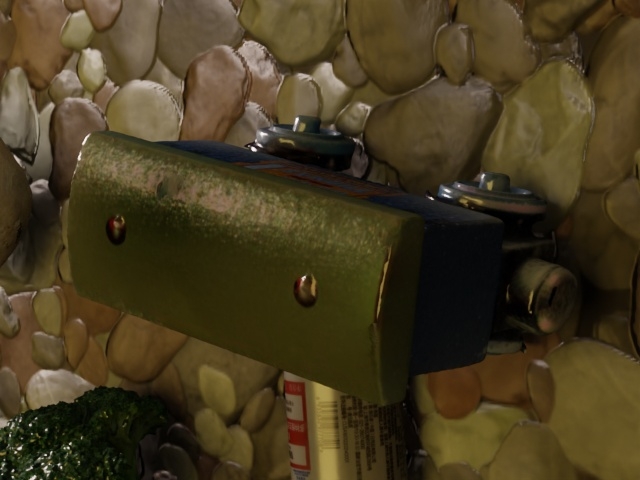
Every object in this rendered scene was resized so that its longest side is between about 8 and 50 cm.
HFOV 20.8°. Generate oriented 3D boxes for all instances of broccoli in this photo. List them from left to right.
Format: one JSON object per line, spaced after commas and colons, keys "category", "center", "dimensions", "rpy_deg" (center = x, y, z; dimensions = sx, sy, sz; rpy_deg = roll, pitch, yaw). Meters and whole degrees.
{"category": "broccoli", "center": [-0.183, 0.252, 1.286], "dimensions": [0.269, 0.269, 0.254], "rpy_deg": [55, 131, 23]}

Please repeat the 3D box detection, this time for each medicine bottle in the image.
{"category": "medicine bottle", "center": [0.018, 0.142, 1.176], "dimensions": [0.079, 0.079, 0.140], "rpy_deg": [-2, 93, 41]}

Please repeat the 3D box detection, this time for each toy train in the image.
{"category": "toy train", "center": [0.000, 0.000, 1.096], "dimensions": [0.299, 0.202, 0.131], "rpy_deg": [16, 104, 40]}

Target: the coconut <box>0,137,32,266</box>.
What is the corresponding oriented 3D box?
{"category": "coconut", "center": [-0.325, -0.045, 1.405], "dimensions": [0.183, 0.171, 0.171], "rpy_deg": [50, 124, 37]}
